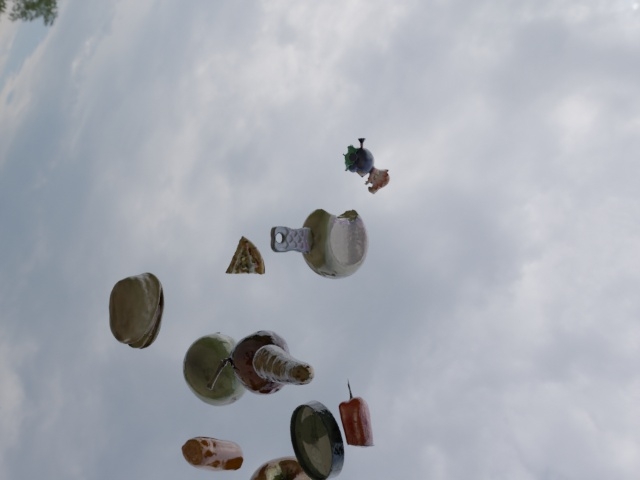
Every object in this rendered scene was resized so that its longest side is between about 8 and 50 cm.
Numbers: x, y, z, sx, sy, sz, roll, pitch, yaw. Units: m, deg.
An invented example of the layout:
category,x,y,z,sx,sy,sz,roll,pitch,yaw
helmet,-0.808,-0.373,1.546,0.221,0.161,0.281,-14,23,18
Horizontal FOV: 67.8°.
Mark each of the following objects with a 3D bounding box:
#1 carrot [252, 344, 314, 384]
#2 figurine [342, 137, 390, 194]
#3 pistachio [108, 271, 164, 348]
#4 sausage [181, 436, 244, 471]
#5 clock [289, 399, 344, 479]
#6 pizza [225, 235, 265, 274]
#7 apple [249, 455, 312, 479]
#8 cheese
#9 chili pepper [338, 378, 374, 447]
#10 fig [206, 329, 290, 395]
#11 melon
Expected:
category,x,y,z,sx,sy,sz,roll,pitch,yaw
carrot,-0.067,0.255,0.944,0.298,0.078,0.078,161,-60,-66
figurine,0.156,-0.250,1.605,0.102,0.195,0.111,-27,-140,42
pistachio,-0.346,0.134,0.909,0.113,0.113,0.149,-36,-123,27
sausage,-0.306,0.627,1.394,0.098,0.238,0.098,-14,-123,22
clock,-0.015,0.563,1.338,0.215,0.042,0.214,6,-82,54
pizza,-0.322,0.079,1.974,0.036,0.176,0.184,-9,-78,56
apple,-0.105,0.854,1.536,0.319,0.319,0.277,11,-81,43
cheese,0.000,0.000,1.020,0.082,0.286,0.163,-4,-98,39
chili pepper,0.092,0.466,1.288,0.084,0.086,0.192,-7,-127,-5
fig,-0.219,0.374,1.503,0.250,0.186,0.203,6,-58,14
melon,-0.408,0.503,1.875,0.308,0.272,0.271,15,-95,37
